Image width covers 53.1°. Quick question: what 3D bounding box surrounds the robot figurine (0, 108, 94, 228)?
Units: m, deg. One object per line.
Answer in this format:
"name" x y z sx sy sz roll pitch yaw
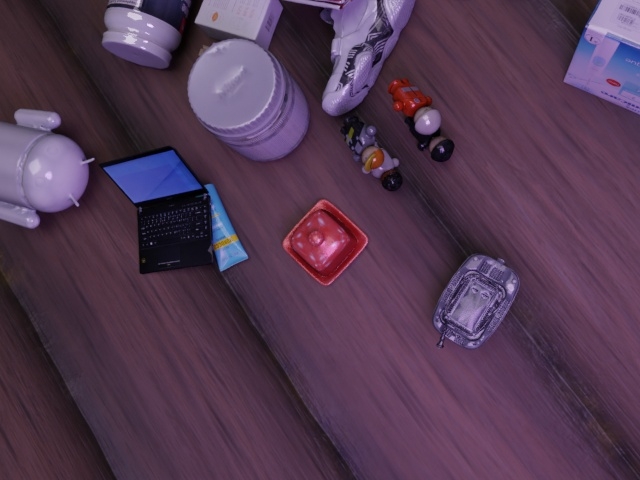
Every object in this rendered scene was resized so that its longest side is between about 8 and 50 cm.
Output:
"robot figurine" -0.739 -0.186 1.614 0.354 0.200 0.299 15 96 14

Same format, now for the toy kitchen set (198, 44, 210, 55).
"toy kitchen set" -0.278 -0.437 1.604 0.083 0.068 0.075 22 89 15

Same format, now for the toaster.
"toaster" 0.323 0.140 1.359 0.129 0.146 0.227 31 90 15

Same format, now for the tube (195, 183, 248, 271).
"tube" -0.248 -0.035 1.567 0.080 0.052 0.207 -26 83 20

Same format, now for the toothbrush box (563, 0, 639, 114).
"toothbrush box" 0.628 -0.374 1.271 0.216 0.295 0.126 29 92 14

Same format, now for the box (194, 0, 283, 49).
"box" -0.201 -0.559 1.588 0.171 0.091 0.130 21 89 14

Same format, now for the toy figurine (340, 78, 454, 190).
"toy figurine" 0.172 -0.219 1.401 0.210 0.213 0.148 -36 63 6

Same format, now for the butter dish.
"butter dish" 0.000 0.000 1.465 0.160 0.118 0.160 43 95 14

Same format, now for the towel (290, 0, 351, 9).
"towel" 0.037 -0.643 1.468 0.237 0.037 0.329 21 57 28

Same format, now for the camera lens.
"camera lens" -0.155 -0.309 1.455 0.220 0.274 0.219 -1 84 13

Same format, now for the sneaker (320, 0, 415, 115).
"sneaker" 0.055 -0.479 1.502 0.210 0.137 0.365 29 86 16

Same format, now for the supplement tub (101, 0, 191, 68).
"supplement tub" -0.423 -0.588 1.592 0.191 0.191 0.272 14 87 14

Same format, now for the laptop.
"laptop" -0.391 -0.064 1.528 0.234 0.137 0.264 -8 81 28
